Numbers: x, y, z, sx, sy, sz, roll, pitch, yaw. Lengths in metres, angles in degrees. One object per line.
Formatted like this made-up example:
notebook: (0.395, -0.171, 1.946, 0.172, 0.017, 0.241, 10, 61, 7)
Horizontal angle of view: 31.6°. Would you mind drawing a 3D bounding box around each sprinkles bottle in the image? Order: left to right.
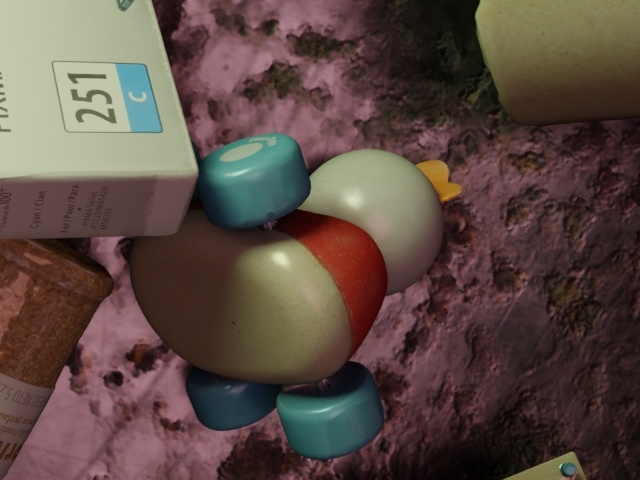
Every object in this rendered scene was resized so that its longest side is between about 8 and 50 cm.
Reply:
sprinkles bottle: (-0.283, 0.153, 0.803, 0.121, 0.121, 0.355, 29, 87, -12)

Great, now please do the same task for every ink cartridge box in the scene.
ink cartridge box: (-0.236, -0.131, 0.713, 0.261, 0.066, 0.296, -3, 54, -23)

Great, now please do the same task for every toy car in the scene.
toy car: (0.000, 0.000, 0.847, 0.238, 0.210, 0.219, -34, 115, -37)

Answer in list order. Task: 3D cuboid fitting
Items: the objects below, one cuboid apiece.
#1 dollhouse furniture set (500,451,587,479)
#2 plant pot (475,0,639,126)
dollhouse furniture set: (0.200, 0.300, 0.912, 0.287, 0.198, 0.303, -23, 76, -3)
plant pot: (0.264, -0.213, 0.786, 0.306, 0.334, 0.333, -11, 97, 19)
